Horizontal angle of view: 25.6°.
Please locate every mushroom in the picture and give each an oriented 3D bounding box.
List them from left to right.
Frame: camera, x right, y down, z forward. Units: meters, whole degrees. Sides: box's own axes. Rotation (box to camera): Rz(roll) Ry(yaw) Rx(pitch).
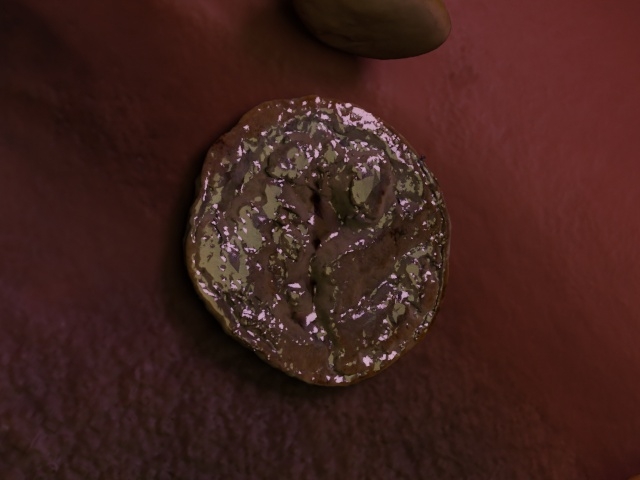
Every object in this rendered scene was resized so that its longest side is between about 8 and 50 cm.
[{"bbox_3d":[0.051,-0.220,0.753,0.108,0.096,0.246,15,81,-51],"label":"mushroom"}]

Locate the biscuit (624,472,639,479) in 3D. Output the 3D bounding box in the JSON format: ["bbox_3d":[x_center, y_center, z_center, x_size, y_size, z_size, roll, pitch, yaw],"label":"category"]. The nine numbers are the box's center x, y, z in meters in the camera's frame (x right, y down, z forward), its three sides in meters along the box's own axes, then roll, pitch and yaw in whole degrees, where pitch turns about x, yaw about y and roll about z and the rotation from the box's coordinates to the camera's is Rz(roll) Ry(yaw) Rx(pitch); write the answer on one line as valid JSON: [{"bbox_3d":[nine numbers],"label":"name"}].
[{"bbox_3d":[0.264,0.333,0.807,0.446,0.104,0.429,23,76,-25],"label":"biscuit"}]

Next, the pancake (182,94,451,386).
[{"bbox_3d":[0.000,0.000,0.744,0.158,0.028,0.158,1,87,-24],"label":"pancake"}]
